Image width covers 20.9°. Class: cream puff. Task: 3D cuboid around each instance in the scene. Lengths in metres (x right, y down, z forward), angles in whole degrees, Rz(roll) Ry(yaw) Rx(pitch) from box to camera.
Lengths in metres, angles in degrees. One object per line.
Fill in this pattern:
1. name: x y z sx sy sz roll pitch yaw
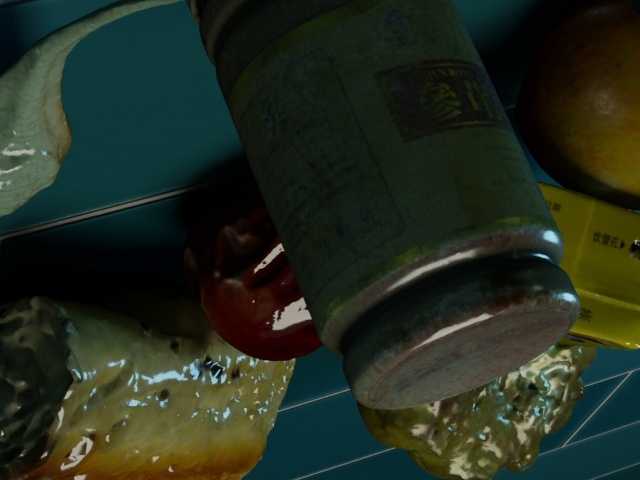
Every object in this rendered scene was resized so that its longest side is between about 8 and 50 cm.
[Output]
1. cream puff: 0.156 0.121 1.869 0.282 0.185 0.282 -11 115 -25

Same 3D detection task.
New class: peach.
1. peach: 0.247 -0.114 1.364 0.197 0.197 0.197 -20 159 -8

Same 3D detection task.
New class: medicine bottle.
1. medicine bottle: 0.028 -0.072 1.028 0.151 0.322 0.151 -19 159 -8

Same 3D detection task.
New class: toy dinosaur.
1. toy dinosaur: -0.221 -0.073 1.097 0.393 0.092 0.205 -38 155 31

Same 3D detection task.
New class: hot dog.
1. hot dog: -0.209 0.155 1.531 0.367 0.196 0.365 -30 156 34

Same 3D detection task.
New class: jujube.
1. jujube: 0.000 0.000 1.412 0.230 0.155 0.155 -28 158 12

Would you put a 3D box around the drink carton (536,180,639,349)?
1. drink carton: 0.173 0.022 1.471 0.154 0.111 0.351 17 178 -2

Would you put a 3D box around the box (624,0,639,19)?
1. box: 0.299 -0.183 1.097 0.184 0.273 0.143 -6 143 -40
